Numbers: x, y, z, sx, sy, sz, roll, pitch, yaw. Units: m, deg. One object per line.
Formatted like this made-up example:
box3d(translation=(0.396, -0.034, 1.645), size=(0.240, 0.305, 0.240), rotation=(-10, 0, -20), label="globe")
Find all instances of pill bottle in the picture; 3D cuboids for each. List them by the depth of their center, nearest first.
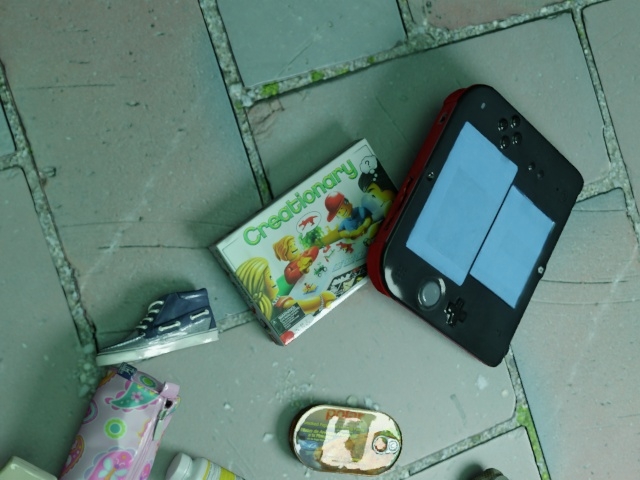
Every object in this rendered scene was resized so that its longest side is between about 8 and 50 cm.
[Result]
box3d(translation=(-0.171, 0.366, 1.461), size=(0.116, 0.065, 0.065), rotation=(32, 78, -15), label="pill bottle")

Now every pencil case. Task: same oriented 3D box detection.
box3d(translation=(-0.299, 0.321, 1.386), size=(0.124, 0.124, 0.284), rotation=(26, 80, -17), label="pencil case")

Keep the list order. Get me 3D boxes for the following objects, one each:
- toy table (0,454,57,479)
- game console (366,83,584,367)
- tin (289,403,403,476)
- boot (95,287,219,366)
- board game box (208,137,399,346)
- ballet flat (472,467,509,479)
box3d(translation=(-0.499, 0.319, 1.264), size=(0.274, 0.252, 0.161), rotation=(31, 94, -26), label="toy table")
box3d(translation=(0.267, -0.025, 1.604), size=(0.342, 0.060, 0.387), rotation=(34, 77, -28), label="game console")
box3d(translation=(0.041, 0.318, 1.556), size=(0.189, 0.040, 0.106), rotation=(11, 88, -19), label="tin")
box3d(translation=(-0.249, 0.129, 1.448), size=(0.190, 0.069, 0.086), rotation=(-12, 85, -28), label="boot")
box3d(translation=(0.000, 0.000, 1.543), size=(0.305, 0.053, 0.193), rotation=(-38, 101, -18), label="board game box")
box3d(translation=(0.235, 0.492, 1.614), size=(0.084, 0.058, 0.250), rotation=(31, 83, -38), label="ballet flat")
